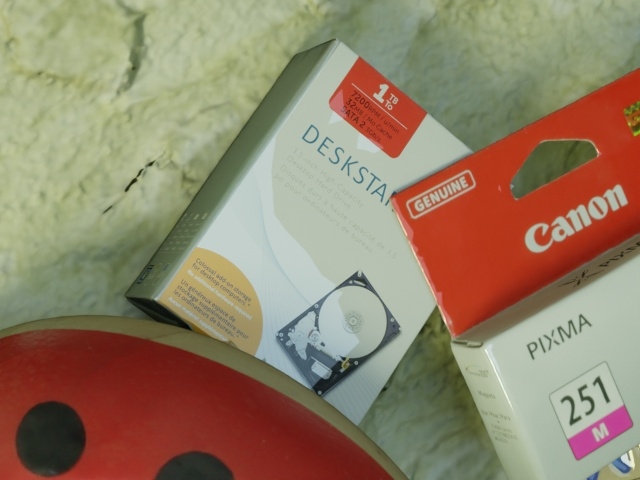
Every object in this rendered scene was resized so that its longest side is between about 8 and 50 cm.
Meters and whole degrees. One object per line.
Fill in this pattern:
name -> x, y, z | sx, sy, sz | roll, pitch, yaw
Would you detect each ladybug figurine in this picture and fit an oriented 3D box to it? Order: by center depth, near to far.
ladybug figurine -> -0.093, 0.230, 0.930 | 0.449, 0.162, 0.305 | 34, 94, -6

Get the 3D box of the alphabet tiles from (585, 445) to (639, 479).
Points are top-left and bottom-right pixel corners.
alphabet tiles -> 0.330, 0.112, 1.150 | 0.285, 0.011, 0.342 | -17, 94, 2

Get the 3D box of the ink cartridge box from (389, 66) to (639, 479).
ink cartridge box -> 0.218, 0.019, 1.053 | 0.275, 0.060, 0.239 | -28, 101, -19

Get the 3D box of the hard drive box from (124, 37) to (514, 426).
hard drive box -> 0.000, 0.000, 1.048 | 0.181, 0.089, 0.232 | 37, 76, -16
